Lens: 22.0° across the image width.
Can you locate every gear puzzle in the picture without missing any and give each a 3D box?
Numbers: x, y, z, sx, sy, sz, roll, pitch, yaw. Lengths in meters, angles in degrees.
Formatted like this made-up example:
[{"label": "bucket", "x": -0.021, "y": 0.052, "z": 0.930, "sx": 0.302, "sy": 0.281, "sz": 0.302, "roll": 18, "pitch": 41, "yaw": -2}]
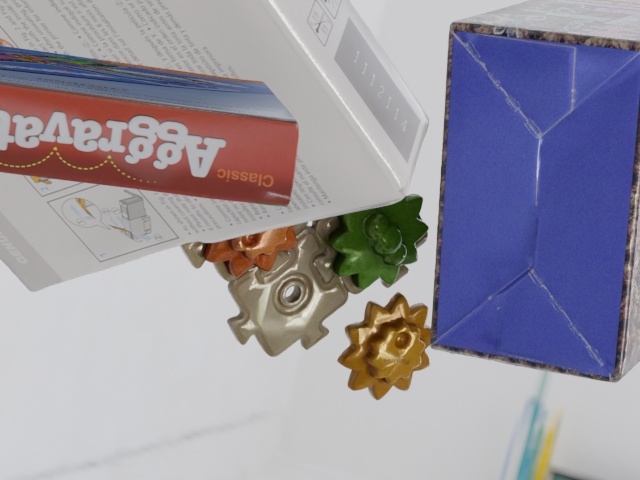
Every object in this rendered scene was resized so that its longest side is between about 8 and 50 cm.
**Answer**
[{"label": "gear puzzle", "x": 0.000, "y": 0.000, "z": 1.191, "sx": 0.044, "sy": 0.175, "sz": 0.339, "roll": 35, "pitch": 158, "yaw": 52}]

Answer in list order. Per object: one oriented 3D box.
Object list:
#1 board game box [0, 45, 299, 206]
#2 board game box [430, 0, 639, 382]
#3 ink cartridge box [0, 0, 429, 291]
[{"label": "board game box", "x": -0.152, "y": -0.049, "z": 0.487, "sx": 0.281, "sy": 0.027, "sz": 0.145, "roll": 7, "pitch": -170, "yaw": -7}, {"label": "board game box", "x": 0.205, "y": -0.055, "z": 1.211, "sx": 0.141, "sy": 0.232, "sz": 0.291, "roll": 10, "pitch": -162, "yaw": 25}, {"label": "ink cartridge box", "x": -0.128, "y": -0.113, "z": 0.839, "sx": 0.261, "sy": 0.066, "sz": 0.296, "roll": -13, "pitch": 131, "yaw": 32}]
